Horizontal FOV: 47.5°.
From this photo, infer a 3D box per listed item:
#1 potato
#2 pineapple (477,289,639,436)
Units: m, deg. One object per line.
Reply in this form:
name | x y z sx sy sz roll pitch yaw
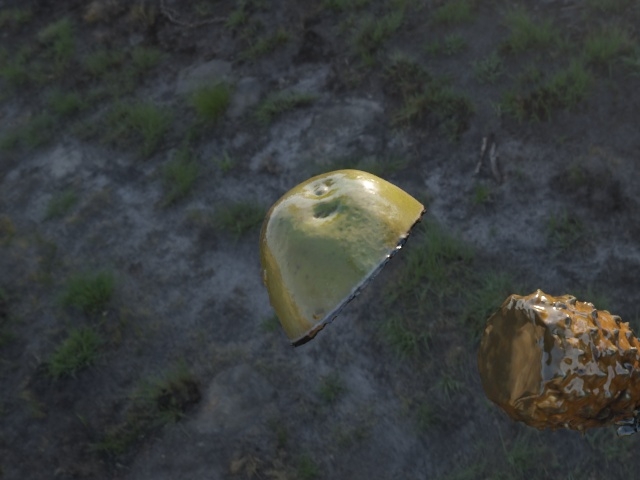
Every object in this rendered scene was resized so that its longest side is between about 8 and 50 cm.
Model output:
potato | 0.000 0.000 0.728 0.202 0.117 0.182 -46 6 -31
pineapple | 0.363 0.164 0.878 0.340 0.169 0.169 13 42 -21
